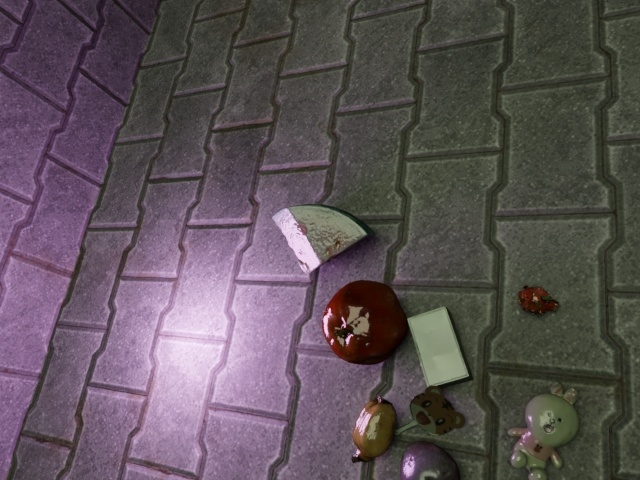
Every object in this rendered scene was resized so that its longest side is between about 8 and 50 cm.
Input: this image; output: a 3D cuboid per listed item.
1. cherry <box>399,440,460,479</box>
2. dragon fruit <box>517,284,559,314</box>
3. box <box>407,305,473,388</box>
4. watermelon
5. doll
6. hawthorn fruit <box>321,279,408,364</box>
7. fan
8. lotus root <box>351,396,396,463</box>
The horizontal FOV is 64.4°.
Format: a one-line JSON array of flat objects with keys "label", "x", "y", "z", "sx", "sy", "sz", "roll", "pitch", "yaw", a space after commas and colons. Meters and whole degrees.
[{"label": "cherry", "x": 0.304, "y": 0.667, "z": 1.448, "sx": 0.176, "sy": 0.140, "sz": 0.176, "roll": -27, "pitch": 34, "yaw": 20}, {"label": "dragon fruit", "x": 0.649, "y": 0.180, "z": 1.512, "sx": 0.116, "sy": 0.086, "sz": 0.081, "roll": 9, "pitch": 35, "yaw": 22}, {"label": "box", "x": 0.372, "y": 0.336, "z": 1.583, "sx": 0.129, "sy": 0.086, "sz": 0.225, "roll": -22, "pitch": 61, "yaw": 17}, {"label": "watermelon", "x": 0.000, "y": 0.000, "z": 1.854, "sx": 0.387, "sy": 0.228, "sz": 0.258, "roll": 12, "pitch": 84, "yaw": 21}, {"label": "doll", "x": 0.605, "y": 0.516, "z": 1.379, "sx": 0.155, "sy": 0.113, "sz": 0.275, "roll": 27, "pitch": 76, "yaw": 24}, {"label": "hawthorn fruit", "x": 0.132, "y": 0.267, "z": 1.630, "sx": 0.275, "sy": 0.299, "sz": 0.275, "roll": 2, "pitch": 94, "yaw": 35}, {"label": "fan", "x": 0.311, "y": 0.541, "z": 1.540, "sx": 0.226, "sy": 0.008, "sz": 0.152, "roll": -39, "pitch": 87, "yaw": 25}, {"label": "lotus root", "x": 0.163, "y": 0.592, "z": 1.564, "sx": 0.118, "sy": 0.125, "sz": 0.221, "roll": 22, "pitch": 84, "yaw": -8}]
